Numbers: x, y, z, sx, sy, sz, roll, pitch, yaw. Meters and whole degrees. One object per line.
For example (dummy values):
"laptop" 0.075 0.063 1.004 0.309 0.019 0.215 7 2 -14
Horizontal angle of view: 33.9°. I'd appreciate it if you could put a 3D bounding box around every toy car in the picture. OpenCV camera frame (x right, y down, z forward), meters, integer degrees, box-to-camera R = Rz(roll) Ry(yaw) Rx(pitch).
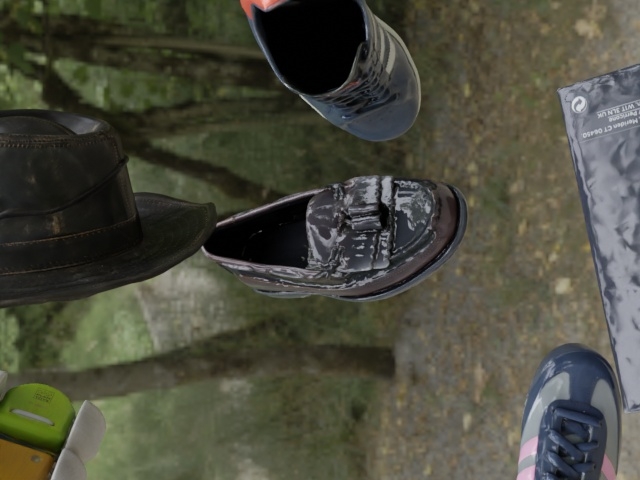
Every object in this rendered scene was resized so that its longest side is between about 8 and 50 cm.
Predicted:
"toy car" -0.333 0.242 1.151 0.182 0.159 0.136 -80 11 -56

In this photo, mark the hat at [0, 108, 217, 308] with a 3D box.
"hat" -0.254 -0.037 0.845 0.331 0.331 0.133 -133 30 -70

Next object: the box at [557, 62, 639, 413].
"box" 0.373 -0.006 0.973 0.183 0.296 0.293 -16 80 31

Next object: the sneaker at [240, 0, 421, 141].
"sneaker" 0.015 -0.176 1.057 0.350 0.131 0.148 44 -156 -50

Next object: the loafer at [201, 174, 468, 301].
"loafer" 0.000 0.000 0.983 0.303 0.095 0.109 -13 65 49

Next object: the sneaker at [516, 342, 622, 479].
"sneaker" 0.253 0.264 1.068 0.131 0.112 0.318 54 -135 -85
